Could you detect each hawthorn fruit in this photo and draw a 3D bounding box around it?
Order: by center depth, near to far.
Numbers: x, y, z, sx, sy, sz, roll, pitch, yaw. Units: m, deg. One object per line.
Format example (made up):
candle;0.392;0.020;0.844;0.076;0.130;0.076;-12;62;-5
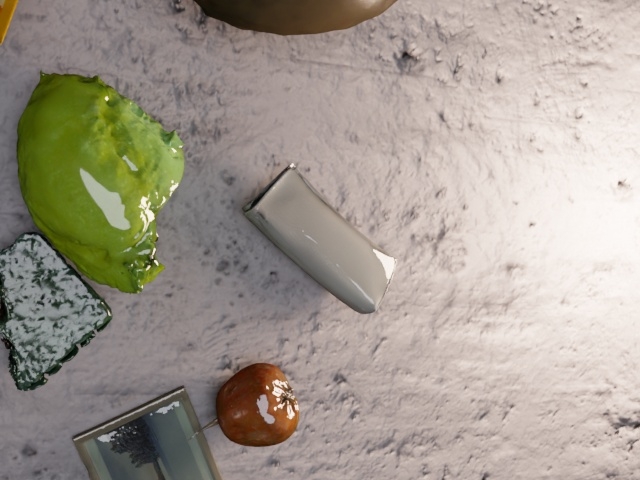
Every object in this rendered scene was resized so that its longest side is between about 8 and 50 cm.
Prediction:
hawthorn fruit;-0.127;0.291;1.548;0.189;0.149;0.149;-1;100;20

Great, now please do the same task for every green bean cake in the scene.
green bean cake;-0.466;0.106;1.397;0.193;0.107;0.208;-40;108;-8

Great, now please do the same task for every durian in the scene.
durian;-0.351;-0.101;1.374;0.339;0.204;0.256;43;61;-13

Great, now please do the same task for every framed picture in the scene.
framed picture;-0.287;0.430;1.556;0.213;0.016;0.289;-23;105;-16

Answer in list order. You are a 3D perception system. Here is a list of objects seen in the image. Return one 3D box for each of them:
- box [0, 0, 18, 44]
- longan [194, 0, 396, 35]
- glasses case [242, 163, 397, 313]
box;-0.529;-0.462;1.194;0.259;0.214;0.284;13;73;-24
longan;-0.034;-0.520;1.321;0.435;0.404;0.404;-7;100;-16
glasses case;0.002;-0.002;1.568;0.308;0.083;0.128;42;77;-20
